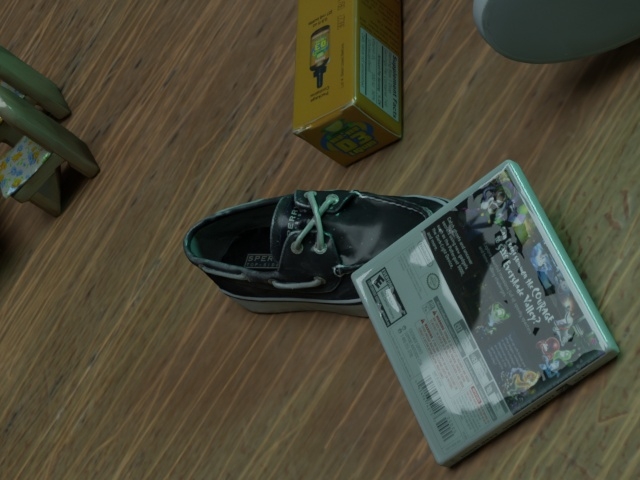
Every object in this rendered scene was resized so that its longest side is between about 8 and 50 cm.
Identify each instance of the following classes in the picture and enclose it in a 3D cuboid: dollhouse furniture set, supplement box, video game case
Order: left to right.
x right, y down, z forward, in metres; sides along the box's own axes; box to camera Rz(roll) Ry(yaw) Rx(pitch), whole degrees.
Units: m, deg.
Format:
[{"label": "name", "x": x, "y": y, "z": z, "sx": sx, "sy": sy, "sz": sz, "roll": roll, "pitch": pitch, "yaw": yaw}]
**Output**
[{"label": "dollhouse furniture set", "x": -0.509, "y": -0.108, "z": 2.083, "sx": 0.362, "sy": 0.256, "sz": 0.394, "roll": -46, "pitch": 39, "yaw": 12}, {"label": "supplement box", "x": 0.027, "y": -0.189, "z": 1.735, "sx": 0.078, "sy": 0.080, "sz": 0.233, "roll": -25, "pitch": 46, "yaw": 33}, {"label": "video game case", "x": 0.128, "y": 0.058, "z": 1.452, "sx": 0.173, "sy": 0.022, "sz": 0.190, "roll": -37, "pitch": 58, "yaw": 21}]

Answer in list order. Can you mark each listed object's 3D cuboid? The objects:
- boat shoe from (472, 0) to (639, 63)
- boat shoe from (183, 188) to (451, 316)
[{"label": "boat shoe", "x": 0.277, "y": -0.293, "z": 1.505, "sx": 0.367, "sy": 0.136, "sz": 0.156, "roll": -35, "pitch": 34, "yaw": 12}, {"label": "boat shoe", "x": 0.000, "y": 0.000, "z": 1.601, "sx": 0.301, "sy": 0.102, "sz": 0.108, "roll": -3, "pitch": 61, "yaw": 44}]
